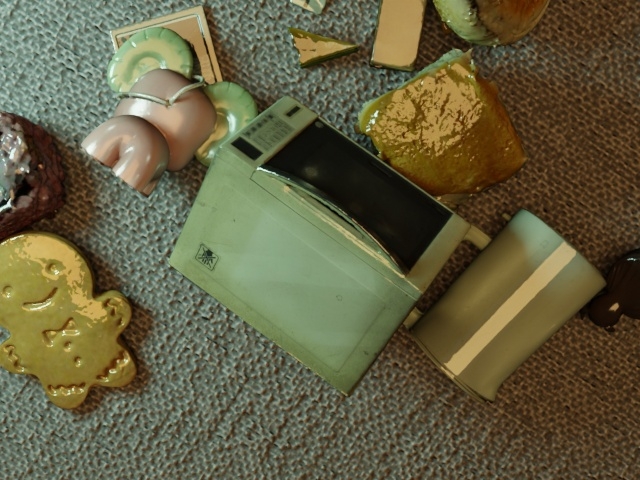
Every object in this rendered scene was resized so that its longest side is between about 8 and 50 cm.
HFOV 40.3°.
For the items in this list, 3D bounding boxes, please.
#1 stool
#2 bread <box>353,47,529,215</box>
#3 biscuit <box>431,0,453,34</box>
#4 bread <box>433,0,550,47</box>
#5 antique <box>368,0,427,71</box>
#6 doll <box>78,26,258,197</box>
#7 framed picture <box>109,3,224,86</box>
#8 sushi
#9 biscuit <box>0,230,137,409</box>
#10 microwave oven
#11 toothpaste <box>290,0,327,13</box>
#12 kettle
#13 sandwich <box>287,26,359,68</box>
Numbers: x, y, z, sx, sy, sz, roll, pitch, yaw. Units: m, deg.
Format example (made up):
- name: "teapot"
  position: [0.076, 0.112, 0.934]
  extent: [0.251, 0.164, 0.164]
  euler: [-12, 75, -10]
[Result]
- name: "stool"
  position: [0.585, 0.092, 1.626]
  extent: [0.217, 0.121, 0.125]
  euler: [-45, 76, 32]
- name: "bread"
  position: [0.217, -0.179, 1.551]
  extent: [0.250, 0.225, 0.279]
  euler: [-31, 106, 9]
- name: "biscuit"
  position: [0.253, -0.437, 1.628]
  extent: [0.081, 0.018, 0.083]
  euler: [-22, 95, 2]
- name: "bread"
  position: [0.294, -0.492, 1.518]
  extent: [0.306, 0.159, 0.305]
  euler: [-14, 110, -41]
- name: "antique"
  position: [0.153, -0.462, 1.588]
  extent: [0.087, 0.093, 0.309]
  euler: [9, 95, 0]
- name: "doll"
  position: [-0.274, -0.216, 1.539]
  extent: [0.284, 0.216, 0.268]
  euler: [38, 87, -4]
- name: "framed picture"
  position: [-0.276, -0.295, 1.647]
  extent: [0.189, 0.023, 0.260]
  euler: [-15, 96, 1]
- name: "sushi"
  position: [-0.620, -0.114, 1.593]
  extent: [0.270, 0.171, 0.236]
  euler: [-25, 95, 8]
- name: "biscuit"
  position: [-0.497, 0.148, 1.647]
  extent: [0.275, 0.052, 0.355]
  euler: [-22, 106, 2]
- name: "microwave oven"
  position: [0.000, 0.000, 1.487]
  extent: [0.394, 0.247, 0.333]
  euler: [36, 129, 7]
- name: "toothpaste"
  position: [0.021, -0.547, 1.610]
  extent: [0.067, 0.037, 0.255]
  euler: [23, 99, -7]
- name: "kettle"
  position: [0.315, 0.101, 1.590]
  extent: [0.265, 0.205, 0.318]
  euler: [42, 97, -6]
- name: "sandwich"
  position: [0.006, -0.371, 1.609]
  extent: [0.116, 0.074, 0.074]
  euler: [-17, 95, 1]
